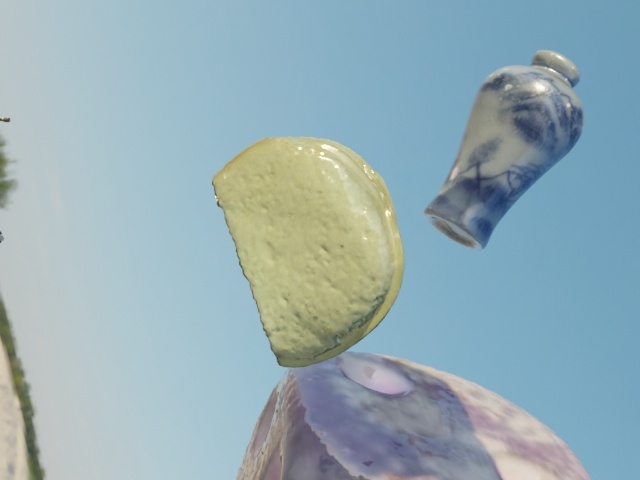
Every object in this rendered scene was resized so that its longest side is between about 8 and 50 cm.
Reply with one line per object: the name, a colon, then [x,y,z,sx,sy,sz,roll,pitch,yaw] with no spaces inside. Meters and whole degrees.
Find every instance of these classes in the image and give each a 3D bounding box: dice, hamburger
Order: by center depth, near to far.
hamburger: [0.002,0.000,0.483,0.054,0.084,0.121,-2,76,-73]
dice: [0.061,0.268,0.788,0.271,0.270,0.270,-103,-149,-73]

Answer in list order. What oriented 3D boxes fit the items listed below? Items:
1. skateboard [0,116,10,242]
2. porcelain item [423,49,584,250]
skateboard: [-0.233,-0.043,0.654,0.064,0.032,0.083,72,20,-73]
porcelain item: [0.231,-0.116,1.162,0.141,0.259,0.141,33,-6,4]
